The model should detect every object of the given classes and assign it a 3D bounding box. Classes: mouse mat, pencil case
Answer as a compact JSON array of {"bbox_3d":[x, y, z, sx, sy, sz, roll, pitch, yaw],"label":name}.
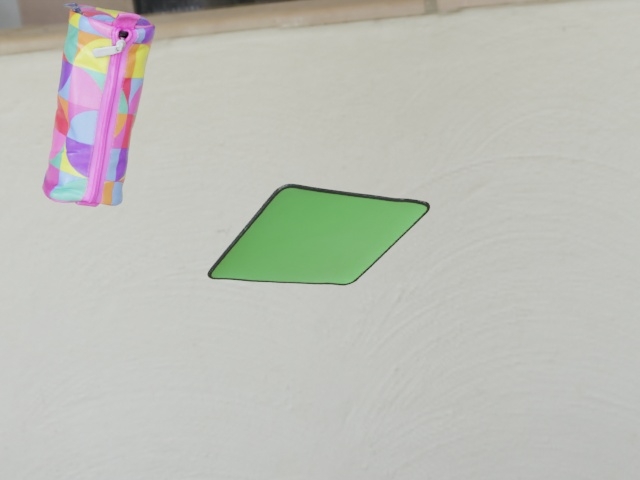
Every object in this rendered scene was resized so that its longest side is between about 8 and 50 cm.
[{"bbox_3d":[0.000,0.000,0.814,0.190,0.152,0.007,4,53,-39],"label":"mouse mat"},{"bbox_3d":[-0.255,-0.153,0.952,0.104,0.236,0.104,13,21,-5],"label":"pencil case"}]
